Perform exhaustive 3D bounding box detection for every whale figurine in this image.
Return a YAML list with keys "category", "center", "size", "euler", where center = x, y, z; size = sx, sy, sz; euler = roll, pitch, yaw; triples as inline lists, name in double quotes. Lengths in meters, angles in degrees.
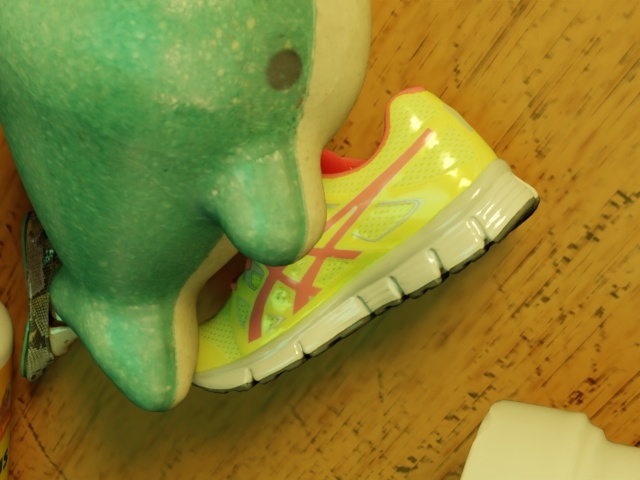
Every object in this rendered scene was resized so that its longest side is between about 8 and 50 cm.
- category: "whale figurine"
  center: [-0.087, -0.050, 0.493]
  size: [0.216, 0.141, 0.272]
  euler: [43, 126, 37]

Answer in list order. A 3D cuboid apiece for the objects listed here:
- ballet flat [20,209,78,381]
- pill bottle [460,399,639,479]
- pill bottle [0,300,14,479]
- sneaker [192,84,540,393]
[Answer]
- category: "ballet flat"
  center: [-0.151, 0.036, 0.651]
  size: [0.041, 0.041, 0.114]
  euler: [17, 120, 15]
- category: "pill bottle"
  center: [0.233, 0.184, 0.458]
  size: [0.363, 0.210, 0.210]
  euler: [11, 117, 18]
- category: "pill bottle"
  center: [-0.242, 0.099, 0.670]
  size: [0.117, 0.117, 0.215]
  euler: [18, 119, 14]
- category: "sneaker"
  center: [0.000, 0.000, 0.554]
  size: [0.208, 0.081, 0.094]
  euler: [-34, 89, 26]
